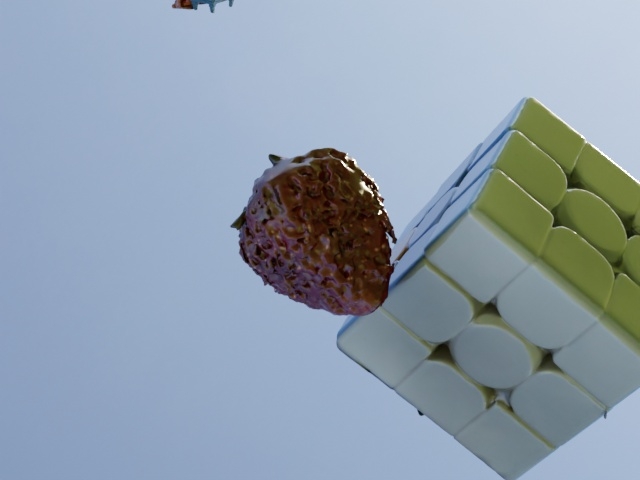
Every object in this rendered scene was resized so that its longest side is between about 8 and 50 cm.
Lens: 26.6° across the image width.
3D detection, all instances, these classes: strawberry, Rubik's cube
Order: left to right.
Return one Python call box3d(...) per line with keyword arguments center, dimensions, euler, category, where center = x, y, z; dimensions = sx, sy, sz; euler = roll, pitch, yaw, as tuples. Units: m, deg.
box3d(center=(0.000, 0.000, 1.499), dimensions=(0.184, 0.187, 0.201), euler=(-20, -108, -50), category="strawberry")
box3d(center=(0.244, 0.058, 1.653), dimensions=(0.291, 0.291, 0.290), euler=(38, -141, -3), category="Rubik's cube")

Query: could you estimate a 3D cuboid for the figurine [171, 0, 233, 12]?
box3d(center=(-0.123, -0.316, 1.441), dimensions=(0.068, 0.075, 0.140), euler=(-26, -58, -55), category="figurine")
